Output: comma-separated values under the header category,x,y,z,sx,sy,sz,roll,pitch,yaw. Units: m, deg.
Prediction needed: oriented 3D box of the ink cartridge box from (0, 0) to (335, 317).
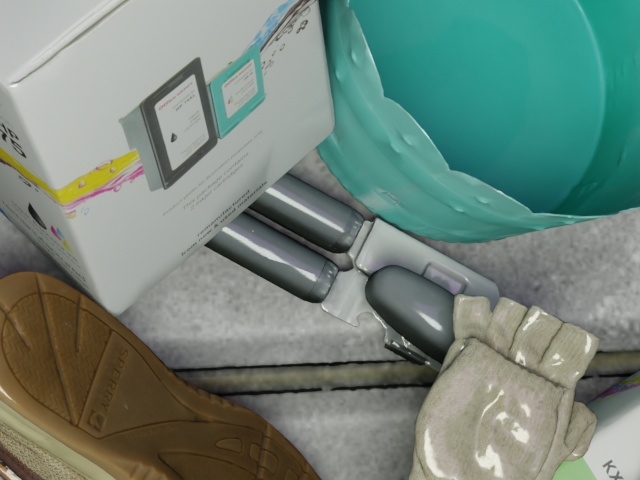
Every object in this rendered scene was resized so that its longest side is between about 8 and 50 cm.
category,x,y,z,sx,sy,sz,roll,pitch,yaw
ink cartridge box,-0.133,-0.131,0.984,0.197,0.270,0.198,-42,67,-16

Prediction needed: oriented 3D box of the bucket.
category,x,y,z,sx,sy,sz,roll,pitch,yaw
bucket,0.121,-0.131,1.118,0.281,0.183,0.281,3,80,-18

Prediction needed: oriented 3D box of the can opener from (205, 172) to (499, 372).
category,x,y,z,sx,sy,sz,roll,pitch,yaw
can opener,0.000,0.000,1.128,0.280,0.093,0.074,28,75,-4

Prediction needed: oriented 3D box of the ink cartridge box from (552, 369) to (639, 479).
category,x,y,z,sx,sy,sz,roll,pitch,yaw
ink cartridge box,0.288,0.170,1.157,0.353,0.119,0.207,-31,90,-16

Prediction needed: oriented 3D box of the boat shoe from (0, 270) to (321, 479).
category,x,y,z,sx,sy,sz,roll,pitch,yaw
boat shoe,-0.112,0.157,1.067,0.342,0.123,0.123,41,44,-25

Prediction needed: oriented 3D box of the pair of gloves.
category,x,y,z,sx,sy,sz,roll,pitch,yaw
pair of gloves,0.166,0.153,1.050,0.240,0.042,0.204,17,81,-7
